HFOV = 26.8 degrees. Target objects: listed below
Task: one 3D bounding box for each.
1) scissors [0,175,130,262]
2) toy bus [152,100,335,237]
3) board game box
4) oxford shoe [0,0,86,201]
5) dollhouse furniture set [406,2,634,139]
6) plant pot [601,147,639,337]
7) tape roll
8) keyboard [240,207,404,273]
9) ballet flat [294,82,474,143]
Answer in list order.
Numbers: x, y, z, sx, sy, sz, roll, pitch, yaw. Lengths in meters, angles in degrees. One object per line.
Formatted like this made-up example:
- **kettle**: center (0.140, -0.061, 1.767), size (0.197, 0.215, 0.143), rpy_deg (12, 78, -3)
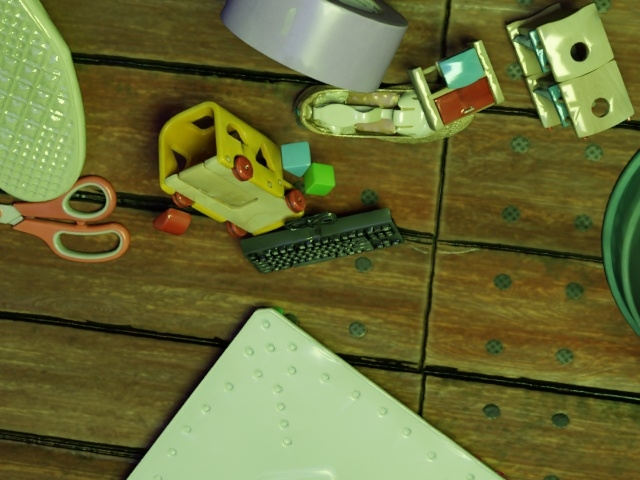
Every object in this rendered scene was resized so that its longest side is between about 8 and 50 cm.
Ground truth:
- **scissors**: center (-0.379, -0.022, 1.645), size (0.297, 0.021, 0.109), rpy_deg (-2, 108, 8)
- **toy bus**: center (-0.091, -0.080, 1.529), size (0.191, 0.104, 0.202), rpy_deg (1, 152, -12)
- **board game box**: center (-0.022, 0.330, 1.681), size (0.390, 0.050, 0.390), rpy_deg (37, 108, -3)
- **oxford shoe**: center (-0.379, -0.255, 1.526), size (0.169, 0.130, 0.449), rpy_deg (-17, 114, 8)
- **dollhouse furniture set**: center (0.210, -0.158, 1.432), size (0.183, 0.129, 0.129), rpy_deg (-24, 102, -3)
- **plant pot**: center (0.471, 0.049, 1.371), size (0.341, 0.334, 0.341), rpy_deg (2, 107, 7)
- **tape roll**: center (-0.006, -0.236, 1.435), size (0.189, 0.189, 0.080), rpy_deg (27, 108, 0)
- **keyboard**: center (0.000, 0.000, 1.557), size (0.180, 0.108, 0.023), rpy_deg (-13, 59, 12)
- **ballet flat**: center (0.070, -0.140, 1.515), size (0.206, 0.067, 0.073), rpy_deg (-1, 105, 9)
